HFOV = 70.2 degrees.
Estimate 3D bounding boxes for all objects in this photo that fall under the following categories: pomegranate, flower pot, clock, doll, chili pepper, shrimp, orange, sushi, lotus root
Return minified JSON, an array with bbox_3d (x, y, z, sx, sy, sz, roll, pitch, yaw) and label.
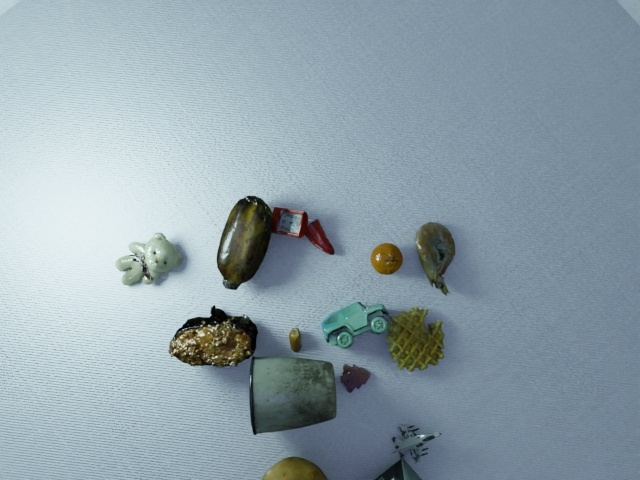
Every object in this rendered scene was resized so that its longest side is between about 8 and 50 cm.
[{"bbox_3d":[-0.110,1.022,1.766,0.337,0.338,0.339,0,86,1],"label":"pomegranate"},{"bbox_3d":[-0.109,0.598,1.800,0.330,0.293,0.294,-3,86,-6],"label":"flower pot"},{"bbox_3d":[-0.131,-0.075,1.925,0.155,0.061,0.113,11,87,26],"label":"clock"},{"bbox_3d":[-0.742,0.096,1.922,0.278,0.149,0.175,-26,118,12],"label":"doll"},{"bbox_3d":[0.003,-0.003,1.946,0.088,0.065,0.169,-39,90,16],"label":"chili pepper"},{"bbox_3d":[0.503,0.074,1.922,0.168,0.077,0.318,-16,83,-3],"label":"shrimp"},{"bbox_3d":[0.277,0.076,1.904,0.135,0.117,0.136,0,79,1],"label":"orange"},{"bbox_3d":[-0.430,0.391,1.854,0.348,0.207,0.235,-4,91,5],"label":"sushi"},{"bbox_3d":[-0.316,0.010,1.884,0.195,0.179,0.398,19,93,18],"label":"lotus root"}]

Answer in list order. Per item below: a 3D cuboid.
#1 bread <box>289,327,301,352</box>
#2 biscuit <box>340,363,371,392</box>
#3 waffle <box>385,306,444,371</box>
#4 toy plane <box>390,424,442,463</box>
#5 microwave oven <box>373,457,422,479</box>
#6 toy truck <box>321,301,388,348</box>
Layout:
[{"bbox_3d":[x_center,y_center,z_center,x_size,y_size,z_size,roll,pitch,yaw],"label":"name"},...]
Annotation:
[{"bbox_3d":[-0.108,0.419,1.924,0.049,0.103,0.062,-9,42,-10],"label":"bread"},{"bbox_3d":[0.149,0.576,1.917,0.129,0.019,0.120,-8,85,1],"label":"biscuit"},{"bbox_3d":[0.394,0.410,1.897,0.249,0.056,0.262,-6,87,-8],"label":"waffle"},{"bbox_3d":[0.395,0.820,1.862,0.234,0.082,0.160,-28,77,11],"label":"toy plane"},{"bbox_3d":[0.282,1.056,1.774,0.295,0.181,0.237,-42,90,7],"label":"microwave oven"},{"bbox_3d":[0.145,0.343,1.870,0.278,0.155,0.156,-24,77,0],"label":"toy truck"}]
